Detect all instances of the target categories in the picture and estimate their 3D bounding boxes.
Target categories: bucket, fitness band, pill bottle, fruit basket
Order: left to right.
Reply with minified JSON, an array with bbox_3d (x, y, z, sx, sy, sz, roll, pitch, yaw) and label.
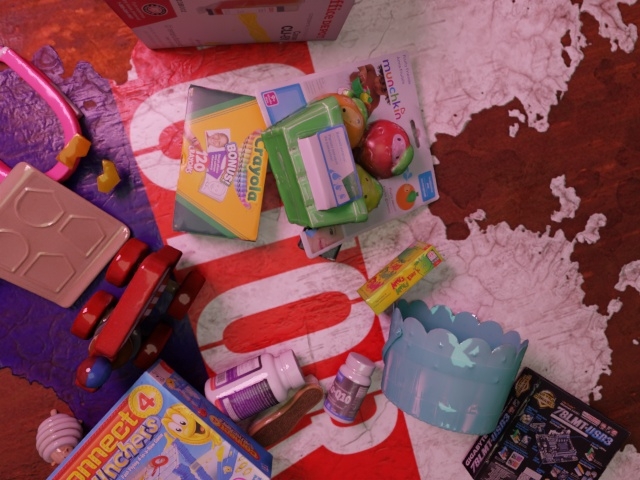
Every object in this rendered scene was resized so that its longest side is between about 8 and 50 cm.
[{"bbox_3d":[-0.585,-0.228,0.806,0.209,0.054,0.291,-44,100,0],"label":"fitness band"},{"bbox_3d":[-0.134,0.306,0.910,0.193,0.108,0.108,-23,100,-4],"label":"pill bottle"},{"bbox_3d":[0.066,0.325,0.954,0.078,0.078,0.137,23,93,-10],"label":"pill bottle"},{"bbox_3d":[0.081,-0.174,0.838,0.352,0.165,0.327,-22,107,-19],"label":"fruit basket"},{"bbox_3d":[0.259,0.247,0.879,0.281,0.281,0.183,13,95,-9],"label":"bucket"}]

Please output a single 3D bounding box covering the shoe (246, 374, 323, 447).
[{"bbox_3d":[-0.085,0.383,0.959,0.219,0.058,0.076,-40,121,3],"label":"shoe"}]

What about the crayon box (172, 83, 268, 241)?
[{"bbox_3d":[-0.189,-0.147,0.855,0.165,0.081,0.279,8,96,-9],"label":"crayon box"}]

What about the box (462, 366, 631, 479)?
[{"bbox_3d":[0.548,0.507,1.047,0.295,0.073,0.293,31,92,-10],"label":"box"}]

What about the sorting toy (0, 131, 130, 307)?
[{"bbox_3d":[-0.497,-0.041,0.828,0.229,0.041,0.307,41,89,-31],"label":"sorting toy"}]

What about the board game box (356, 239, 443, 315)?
[{"bbox_3d":[0.168,0.077,0.928,0.181,0.092,0.043,-40,101,-1],"label":"board game box"}]

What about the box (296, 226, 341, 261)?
[{"bbox_3d":[0.000,0.000,0.916,0.083,0.052,0.062,21,94,-11],"label":"box"}]

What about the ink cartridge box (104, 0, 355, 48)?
[{"bbox_3d":[-0.139,-0.448,0.721,0.384,0.279,0.161,-6,99,-7],"label":"ink cartridge box"}]

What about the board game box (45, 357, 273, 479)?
[{"bbox_3d":[-0.302,0.441,0.799,0.302,0.086,0.308,42,87,-4],"label":"board game box"}]

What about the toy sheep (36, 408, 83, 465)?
[{"bbox_3d":[-0.529,0.399,0.873,0.091,0.132,0.091,-27,135,-30],"label":"toy sheep"}]

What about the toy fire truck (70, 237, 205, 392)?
[{"bbox_3d":[-0.352,0.143,0.784,0.169,0.254,0.302,32,92,-10],"label":"toy fire truck"}]
